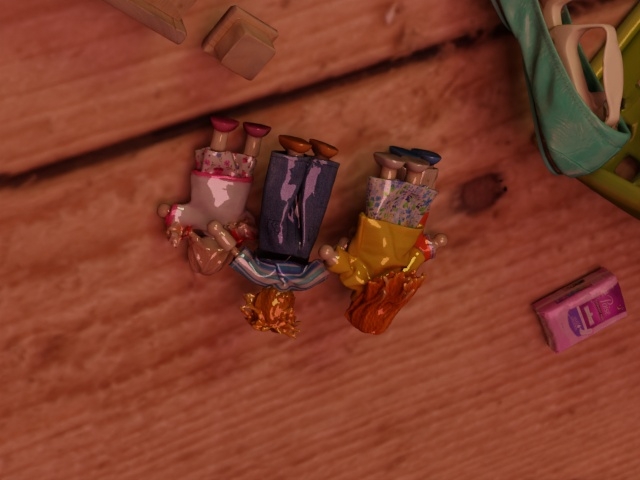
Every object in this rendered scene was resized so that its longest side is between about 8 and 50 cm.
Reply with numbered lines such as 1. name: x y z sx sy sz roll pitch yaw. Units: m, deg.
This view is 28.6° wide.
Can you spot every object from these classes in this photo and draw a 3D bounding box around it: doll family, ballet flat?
1. doll family: 0.000 0.000 1.050 0.263 0.118 0.163 8 104 -19
2. ballet flat: 0.196 -0.176 1.032 0.087 0.083 0.247 -21 84 31

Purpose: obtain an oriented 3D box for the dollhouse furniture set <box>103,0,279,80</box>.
1. dollhouse furniture set: -0.105 -0.341 0.913 0.356 0.173 0.303 28 115 -38

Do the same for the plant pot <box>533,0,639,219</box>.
1. plant pot: 0.362 -0.086 1.080 0.207 0.228 0.227 35 96 -29

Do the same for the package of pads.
1. package of pads: 0.247 0.067 1.191 0.083 0.032 0.050 -27 114 -7
